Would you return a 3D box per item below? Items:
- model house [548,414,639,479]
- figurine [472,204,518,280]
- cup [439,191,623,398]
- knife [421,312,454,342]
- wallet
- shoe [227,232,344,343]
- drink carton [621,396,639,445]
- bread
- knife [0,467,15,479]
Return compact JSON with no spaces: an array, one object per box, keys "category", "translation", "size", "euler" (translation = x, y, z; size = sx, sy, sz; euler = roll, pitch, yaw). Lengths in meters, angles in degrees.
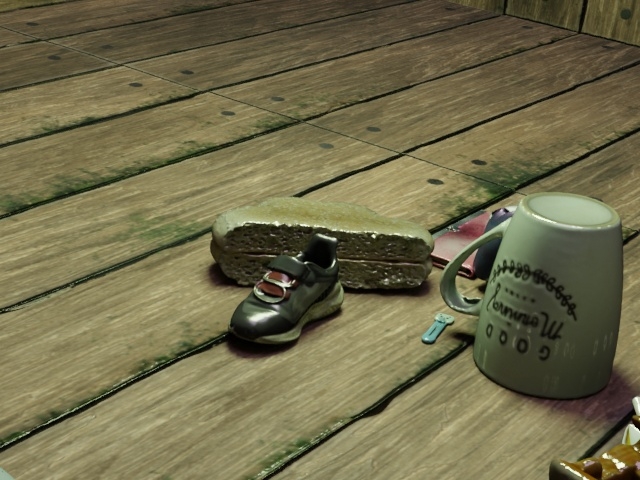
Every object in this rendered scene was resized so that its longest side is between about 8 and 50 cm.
[{"category":"model house","translation":[0.360,0.286,1.206],"size":[0.229,0.219,0.199],"euler":[-22,23,-32]},{"category":"figurine","translation":[0.327,0.002,1.966],"size":[0.145,0.145,0.222],"euler":[24,27,36]},{"category":"cup","translation":[0.280,0.055,1.704],"size":[0.258,0.234,0.186],"euler":[18,25,31]},{"category":"knife","translation":[0.164,0.122,1.792],"size":[0.027,0.010,0.096],"euler":[14,24,19]},{"category":"wallet","translation":[0.255,0.003,2.078],"size":[0.119,0.025,0.232],"euler":[21,28,30]},{"category":"shoe","translation":[-0.044,0.063,1.748],"size":[0.099,0.112,0.227],"euler":[20,25,27]},{"category":"drink carton","translation":[0.387,0.258,1.448],"size":[0.084,0.074,0.200],"euler":[3,22,-9]},{"category":"bread","translation":[0.001,-0.004,1.932],"size":[0.338,0.101,0.183],"euler":[4,23,-8]},{"category":"knife","translation":[-0.330,0.274,1.283],"size":[0.080,0.044,0.331],"euler":[-6,22,-25]}]
